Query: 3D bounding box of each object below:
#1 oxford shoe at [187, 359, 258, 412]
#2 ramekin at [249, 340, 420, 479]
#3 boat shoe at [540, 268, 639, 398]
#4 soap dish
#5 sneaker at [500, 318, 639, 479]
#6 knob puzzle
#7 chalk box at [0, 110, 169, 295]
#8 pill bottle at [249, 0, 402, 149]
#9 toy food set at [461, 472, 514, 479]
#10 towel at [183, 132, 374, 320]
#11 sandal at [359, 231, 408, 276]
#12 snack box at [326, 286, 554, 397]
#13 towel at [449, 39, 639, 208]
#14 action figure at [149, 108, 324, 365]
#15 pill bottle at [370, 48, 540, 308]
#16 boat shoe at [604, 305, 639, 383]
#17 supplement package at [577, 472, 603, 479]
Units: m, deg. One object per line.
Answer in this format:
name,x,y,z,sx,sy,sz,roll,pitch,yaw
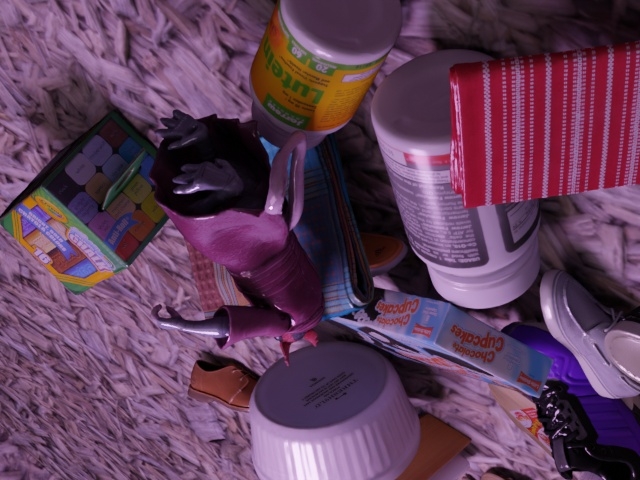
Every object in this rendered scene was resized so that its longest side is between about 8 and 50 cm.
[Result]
oxford shoe,-0.142,0.260,2.441,0.212,0.076,0.076,11,102,22
ramekin,0.013,0.268,2.102,0.273,0.273,0.127,12,130,36
boat shoe,0.354,0.115,1.713,0.081,0.079,0.227,-8,133,40
soap dish,0.092,0.401,2.244,0.118,0.229,0.291,54,150,3
sneaker,0.339,0.234,1.811,0.293,0.146,0.102,41,150,-8
knob puzzle,0.317,0.253,1.960,0.213,0.030,0.213,41,167,11
chalk box,-0.332,-0.060,2.076,0.179,0.180,0.289,45,150,-14
pill bottle,-0.005,-0.204,1.574,0.136,0.136,0.245,36,150,2
toy food set,0.316,0.418,2.212,0.132,0.038,0.192,51,159,-13
towel,-0.080,-0.010,1.873,0.370,0.040,0.271,-17,87,51
sandal,0.007,-0.006,1.884,0.265,0.102,0.076,1,127,43
snack box,0.135,0.122,1.807,0.187,0.060,0.322,28,171,-29
towel,0.265,-0.121,1.373,0.275,0.031,0.199,-7,140,2
action figure,-0.064,0.004,1.682,0.276,0.248,0.370,-7,131,29
pill bottle,0.164,-0.064,1.567,0.161,0.161,0.283,16,144,32
boat shoe,0.501,0.151,1.561,0.340,0.113,0.127,21,143,34
supplement package,0.477,0.387,1.891,0.244,0.134,0.139,-10,127,52
